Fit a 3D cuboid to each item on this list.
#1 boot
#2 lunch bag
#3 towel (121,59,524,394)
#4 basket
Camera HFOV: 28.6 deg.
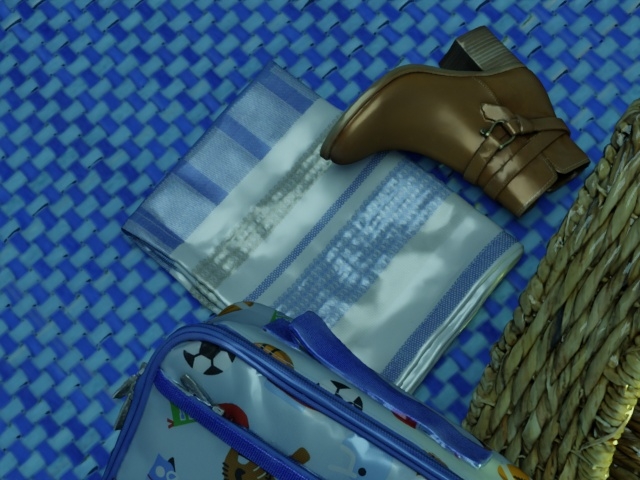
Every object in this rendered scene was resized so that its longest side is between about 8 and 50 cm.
[{"bbox_3d":[0.112,-0.076,1.016,0.197,0.073,0.152,-33,78,-17],"label":"boot"},{"bbox_3d":[-0.010,0.187,0.832,0.303,0.115,0.243,31,111,15],"label":"lunch bag"},{"bbox_3d":[0.000,0.000,1.032,0.285,0.034,0.209,38,78,15],"label":"towel"},{"bbox_3d":[0.253,0.075,0.822,0.223,0.213,0.299,33,115,21],"label":"basket"}]
